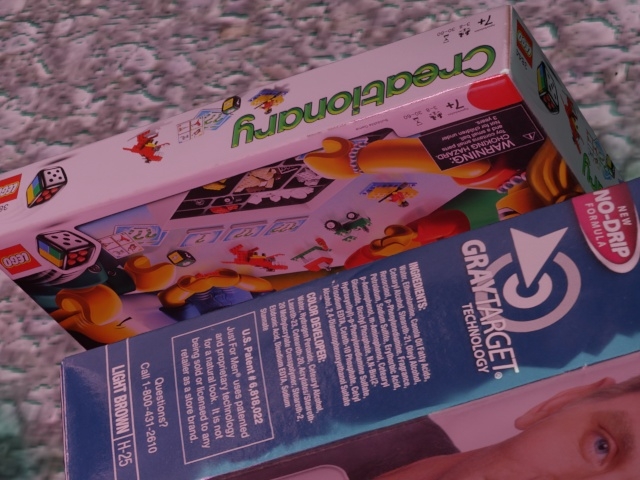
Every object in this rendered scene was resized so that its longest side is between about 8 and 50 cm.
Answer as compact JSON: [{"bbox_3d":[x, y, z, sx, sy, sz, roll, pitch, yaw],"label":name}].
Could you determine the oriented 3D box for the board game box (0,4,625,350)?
[{"bbox_3d":[0.000,0.000,0.964,0.305,0.193,0.053,-16,47,25],"label":"board game box"}]

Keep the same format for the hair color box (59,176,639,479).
[{"bbox_3d":[0.067,0.094,0.903,0.347,0.174,0.105,-18,46,7],"label":"hair color box"}]
